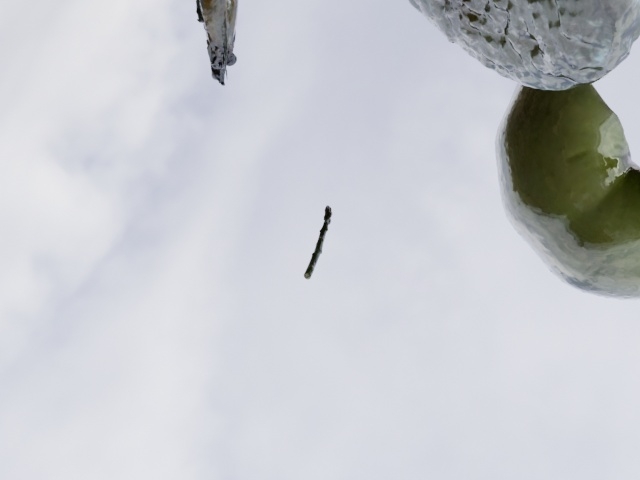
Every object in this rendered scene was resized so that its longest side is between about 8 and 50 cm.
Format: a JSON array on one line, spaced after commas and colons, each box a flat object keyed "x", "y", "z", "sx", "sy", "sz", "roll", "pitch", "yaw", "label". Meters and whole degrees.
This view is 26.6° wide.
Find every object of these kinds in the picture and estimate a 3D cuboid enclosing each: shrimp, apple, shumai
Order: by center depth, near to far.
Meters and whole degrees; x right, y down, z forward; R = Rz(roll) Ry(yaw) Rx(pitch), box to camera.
[{"x": 0.232, "y": -0.378, "z": 1.375, "sx": 0.323, "sy": 0.397, "sz": 0.324, "roll": -40, "pitch": 170, "yaw": -20, "label": "shumai"}, {"x": -0.156, "y": -0.345, "z": 1.761, "sx": 0.051, "sy": 0.262, "sz": 0.198, "roll": -16, "pitch": -144, "yaw": -17, "label": "shrimp"}, {"x": 0.391, "y": -0.084, "z": 1.891, "sx": 0.360, "sy": 0.312, "sz": 0.320, "roll": 6, "pitch": 96, "yaw": -86, "label": "apple"}]

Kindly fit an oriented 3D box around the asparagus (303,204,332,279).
[{"x": 0.000, "y": 0.000, "z": 1.922, "sx": 0.016, "sy": 0.016, "sz": 0.163, "roll": -30, "pitch": -154, "yaw": 34, "label": "asparagus"}]
